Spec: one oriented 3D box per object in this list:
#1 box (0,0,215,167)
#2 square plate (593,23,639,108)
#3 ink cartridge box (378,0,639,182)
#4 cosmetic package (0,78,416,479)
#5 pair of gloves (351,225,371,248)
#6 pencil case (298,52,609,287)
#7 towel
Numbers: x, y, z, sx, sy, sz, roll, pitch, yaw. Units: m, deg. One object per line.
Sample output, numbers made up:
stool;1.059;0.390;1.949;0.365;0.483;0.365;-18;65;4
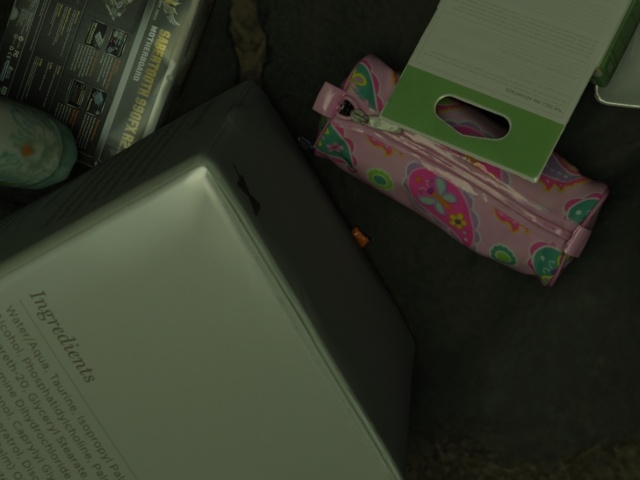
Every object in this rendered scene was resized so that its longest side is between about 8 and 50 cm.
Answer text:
box;-0.220;-0.195;1.519;0.183;0.056;0.231;22;101;7
square plate;0.443;-0.278;1.389;0.347;0.049;0.344;7;99;10
ink cartridge box;0.181;-0.177;1.380;0.171;0.056;0.235;25;85;25
cosmetic package;-0.162;0.108;1.381;0.393;0.329;0.327;-28;103;13
pair of gloves;0.000;0.000;1.526;0.083;0.010;0.074;40;101;1
pencil case;0.127;-0.069;1.438;0.284;0.124;0.124;31;101;5
towel;-0.461;-0.121;1.405;0.374;0.320;0.090;9;91;26
